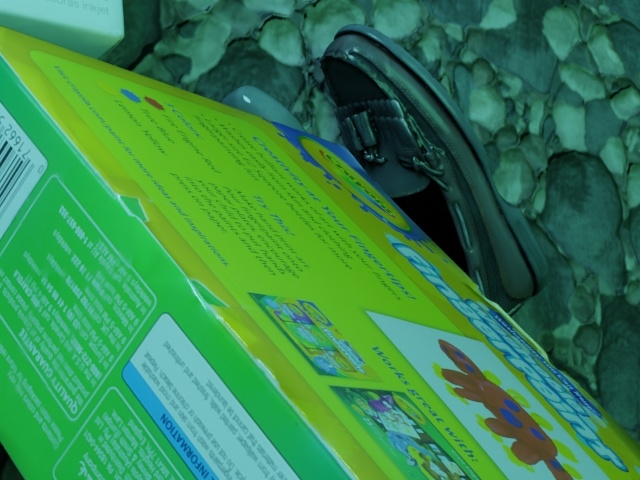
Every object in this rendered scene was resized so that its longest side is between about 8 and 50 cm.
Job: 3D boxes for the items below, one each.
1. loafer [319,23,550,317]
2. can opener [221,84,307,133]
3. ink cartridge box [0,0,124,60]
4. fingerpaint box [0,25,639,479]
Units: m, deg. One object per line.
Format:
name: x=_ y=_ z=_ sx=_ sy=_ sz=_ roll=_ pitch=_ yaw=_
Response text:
loafer: x=0.089 y=-0.043 z=1.246 sx=0.095 sy=0.109 sz=0.302 roll=-48 pitch=114 yaw=-23
can opener: x=0.000 y=0.000 z=1.186 sx=0.280 sy=0.093 sz=0.074 roll=47 pitch=47 yaw=-21
ink cartridge box: x=-0.259 y=-0.264 z=0.969 sx=0.226 sy=0.131 sz=0.306 roll=7 pitch=69 yaw=-34
fingerpaint box: x=-0.012 y=0.091 z=0.887 sx=0.371 sy=0.445 sz=0.163 roll=14 pitch=117 yaw=-52
